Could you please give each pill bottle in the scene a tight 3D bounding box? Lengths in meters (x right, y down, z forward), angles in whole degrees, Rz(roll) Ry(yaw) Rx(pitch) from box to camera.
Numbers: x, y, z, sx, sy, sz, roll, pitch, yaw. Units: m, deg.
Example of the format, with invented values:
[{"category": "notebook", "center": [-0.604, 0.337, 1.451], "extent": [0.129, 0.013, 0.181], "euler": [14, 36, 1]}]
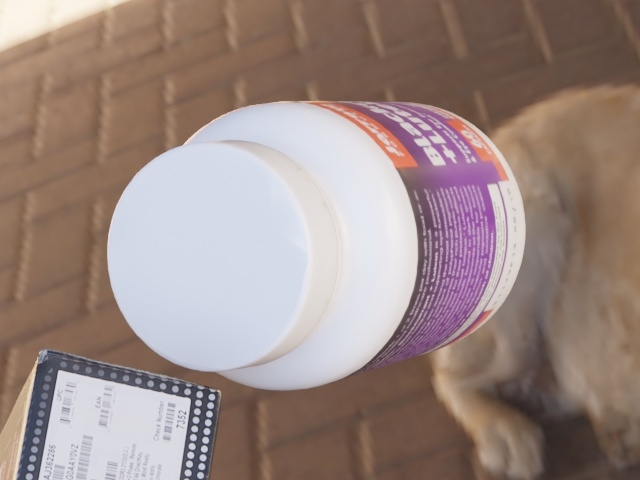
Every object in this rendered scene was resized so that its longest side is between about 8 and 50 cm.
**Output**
[{"category": "pill bottle", "center": [0.000, 0.000, 0.766], "extent": [0.108, 0.108, 0.193], "euler": [-7, 1, 24]}]

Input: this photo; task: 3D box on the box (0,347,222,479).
[{"category": "box", "center": [-0.102, 0.197, 0.630], "extent": [0.060, 0.216, 0.270], "euler": [14, 64, -13]}]
